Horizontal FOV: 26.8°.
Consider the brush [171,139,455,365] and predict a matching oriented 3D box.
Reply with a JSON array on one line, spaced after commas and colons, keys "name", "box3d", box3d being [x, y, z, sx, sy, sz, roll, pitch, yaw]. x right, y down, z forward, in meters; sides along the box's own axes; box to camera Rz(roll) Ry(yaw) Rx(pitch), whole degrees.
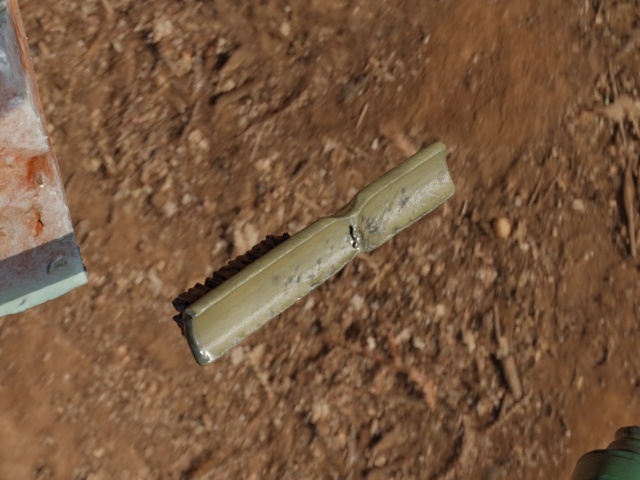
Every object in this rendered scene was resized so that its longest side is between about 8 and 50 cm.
[{"name": "brush", "box3d": [0.000, 0.000, 0.852, 0.036, 0.248, 0.043, 17, 129, 39]}]

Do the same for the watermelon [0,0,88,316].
[{"name": "watermelon", "box3d": [-0.251, -0.064, 0.872, 0.213, 0.201, 0.261, -21, 98, -23]}]

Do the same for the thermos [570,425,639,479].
[{"name": "thermos", "box3d": [0.178, 0.198, 0.830, 0.073, 0.187, 0.083, -15, 122, 41]}]
